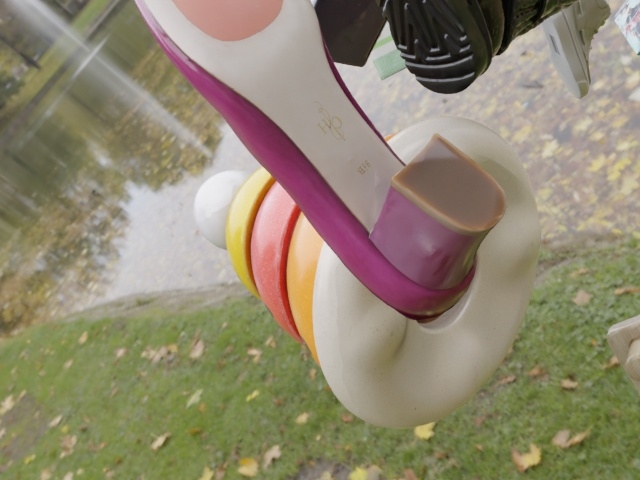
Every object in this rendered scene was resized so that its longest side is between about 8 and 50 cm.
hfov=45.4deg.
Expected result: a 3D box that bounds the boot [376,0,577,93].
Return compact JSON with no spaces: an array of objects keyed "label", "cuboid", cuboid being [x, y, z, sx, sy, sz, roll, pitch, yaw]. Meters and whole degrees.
[{"label":"boot","cuboid":[0.154,-0.352,0.777,0.260,0.348,0.131,-42,38,-25]}]

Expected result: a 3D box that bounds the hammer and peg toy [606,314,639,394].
[{"label":"hammer and peg toy","cuboid":[0.531,0.213,0.889,0.266,0.361,0.127,-29,6,35]}]

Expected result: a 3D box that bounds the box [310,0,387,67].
[{"label":"box","cuboid":[0.030,-0.376,1.081,0.153,0.108,0.207,120,152,-48]}]

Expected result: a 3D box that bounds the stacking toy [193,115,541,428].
[{"label":"stacking toy","cuboid":[0.000,0.000,0.985,0.480,0.350,0.350,17,68,47]}]

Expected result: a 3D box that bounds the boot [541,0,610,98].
[{"label":"boot","cuboid":[0.497,-0.385,1.438,0.123,0.258,0.095,-35,49,6]}]

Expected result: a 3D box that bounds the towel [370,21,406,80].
[{"label":"towel","cuboid":[0.182,-0.571,1.760,0.248,0.324,0.038,-25,7,8]}]

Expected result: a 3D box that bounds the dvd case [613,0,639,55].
[{"label":"dvd case","cuboid":[0.676,-0.467,1.629,0.087,0.013,0.119,116,147,-51]}]

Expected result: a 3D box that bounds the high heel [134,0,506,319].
[{"label":"high heel","cuboid":[-0.028,-0.083,0.629,0.127,0.377,0.181,-36,-18,-27]}]
